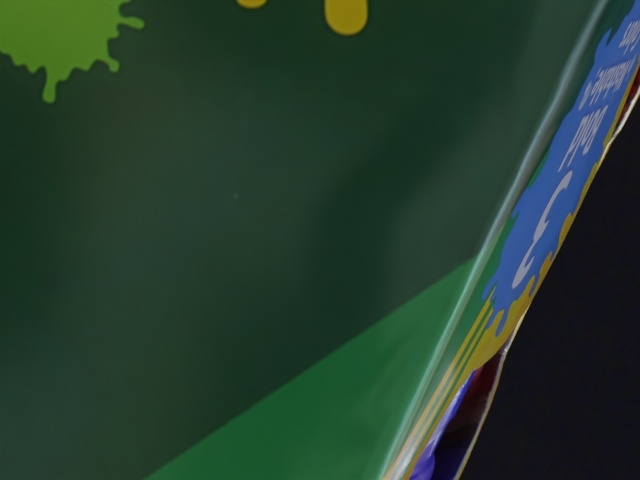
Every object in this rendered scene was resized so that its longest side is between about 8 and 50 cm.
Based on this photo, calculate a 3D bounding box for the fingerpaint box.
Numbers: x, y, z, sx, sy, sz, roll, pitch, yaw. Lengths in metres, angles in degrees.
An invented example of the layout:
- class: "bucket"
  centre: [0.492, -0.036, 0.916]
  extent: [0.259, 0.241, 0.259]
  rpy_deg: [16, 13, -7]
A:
- class: "fingerpaint box"
  centre: [0.000, 0.000, 0.587]
  extent: [0.163, 0.445, 0.371]
  rpy_deg: [27, -74, 9]
